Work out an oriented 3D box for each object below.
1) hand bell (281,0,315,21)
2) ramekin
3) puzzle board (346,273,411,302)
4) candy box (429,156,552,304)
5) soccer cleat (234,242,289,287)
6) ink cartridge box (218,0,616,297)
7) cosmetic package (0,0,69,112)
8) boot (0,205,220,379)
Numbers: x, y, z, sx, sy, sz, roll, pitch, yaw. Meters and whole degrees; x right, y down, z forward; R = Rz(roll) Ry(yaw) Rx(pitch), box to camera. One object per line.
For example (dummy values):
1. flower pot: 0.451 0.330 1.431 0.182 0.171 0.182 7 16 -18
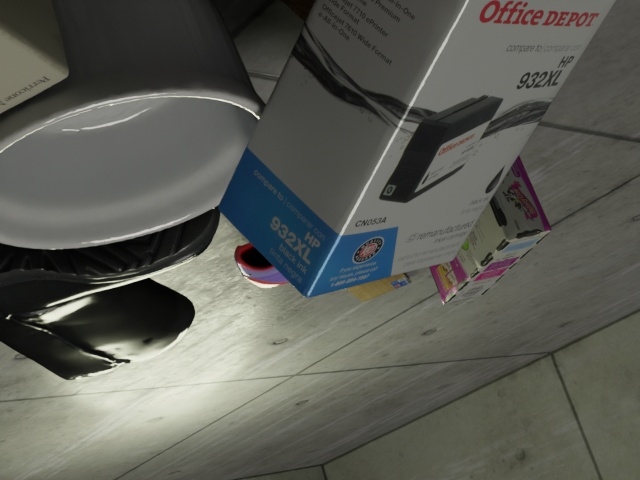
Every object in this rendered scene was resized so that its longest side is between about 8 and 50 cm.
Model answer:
1. hand bell: 0.061 -0.194 1.052 0.242 0.126 0.126 14 145 -38
2. ramekin: -0.188 -0.111 0.967 0.277 0.135 0.277 -17 160 -6
3. puzzle board: 0.102 0.075 1.936 0.096 0.011 0.128 -23 161 10
4. candy box: 0.212 -0.029 1.524 0.071 0.159 0.233 -13 161 -21
5. soccer cleat: 0.000 0.000 1.538 0.248 0.083 0.095 -20 157 13
6. ink cartridge box: 0.082 -0.120 0.929 0.223 0.129 0.307 -10 137 -48
7. cosmetic package: -0.321 -0.172 0.713 0.160 0.113 0.309 -24 159 16
8. boot: -0.240 0.053 1.317 0.367 0.146 0.445 -7 158 10
